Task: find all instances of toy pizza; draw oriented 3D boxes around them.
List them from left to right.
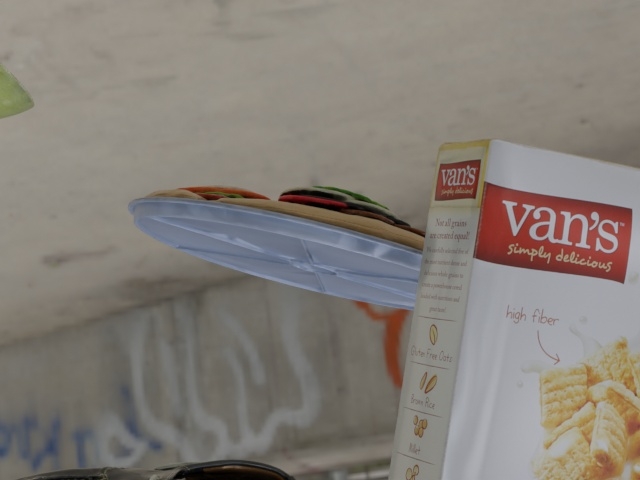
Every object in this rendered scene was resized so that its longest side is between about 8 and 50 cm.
[{"bbox_3d":[0.000,0.000,0.739,0.201,0.032,0.201,14,171,2],"label":"toy pizza"}]

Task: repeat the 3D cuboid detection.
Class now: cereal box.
[{"bbox_3d":[0.110,0.093,0.535,0.173,0.240,0.047,9,178,-23],"label":"cereal box"}]

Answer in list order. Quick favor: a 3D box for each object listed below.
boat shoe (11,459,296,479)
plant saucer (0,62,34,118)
[{"bbox_3d":[-0.124,0.185,0.984,0.233,0.084,0.079,6,144,-32],"label":"boat shoe"},{"bbox_3d":[-0.301,-0.150,0.955,0.241,0.037,0.241,35,171,6],"label":"plant saucer"}]
